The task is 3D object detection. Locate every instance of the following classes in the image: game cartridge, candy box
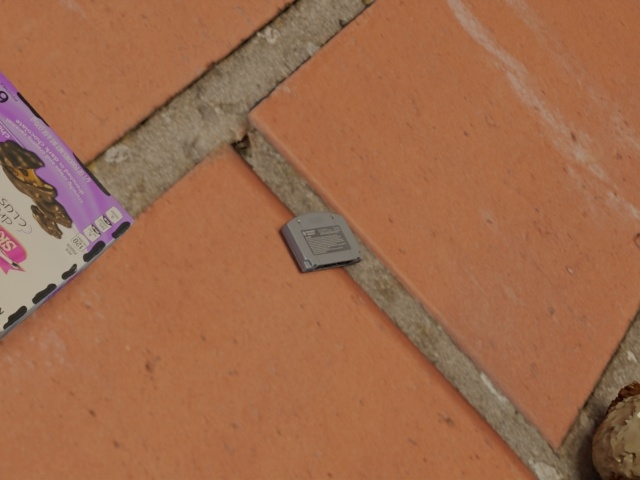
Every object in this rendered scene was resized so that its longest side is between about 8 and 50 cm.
[{"bbox_3d":[0.000,0.000,1.690,0.083,0.017,0.056,-8,68,-49],"label":"game cartridge"},{"bbox_3d":[-0.261,-0.018,1.381,0.165,0.070,0.196,48,36,-3],"label":"candy box"}]

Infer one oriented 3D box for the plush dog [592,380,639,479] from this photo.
[{"bbox_3d":[0.375,0.217,1.754,0.225,0.210,0.262,6,30,6],"label":"plush dog"}]
